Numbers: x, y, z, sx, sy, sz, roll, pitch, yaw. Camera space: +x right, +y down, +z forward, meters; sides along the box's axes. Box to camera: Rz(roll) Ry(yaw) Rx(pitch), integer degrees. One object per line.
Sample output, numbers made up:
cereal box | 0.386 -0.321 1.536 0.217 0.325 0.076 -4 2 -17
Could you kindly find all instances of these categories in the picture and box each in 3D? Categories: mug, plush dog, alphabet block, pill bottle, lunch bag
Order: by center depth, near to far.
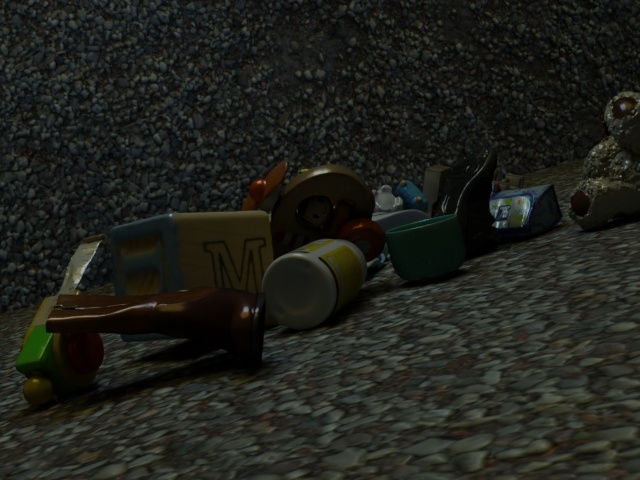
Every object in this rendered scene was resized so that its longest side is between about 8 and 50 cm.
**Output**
pill bottle | -0.001 0.062 1.482 0.119 0.119 0.208 -12 4 22
alphabet block | -0.204 0.057 1.518 0.197 0.194 0.192 -4 -3 -43
mug | 0.189 0.015 1.604 0.129 0.098 0.157 -12 4 32
plush dog | 0.576 -0.136 1.761 0.210 0.263 0.225 19 9 -11
lunch bag | 0.389 -0.047 1.863 0.128 0.096 0.151 -7 22 43

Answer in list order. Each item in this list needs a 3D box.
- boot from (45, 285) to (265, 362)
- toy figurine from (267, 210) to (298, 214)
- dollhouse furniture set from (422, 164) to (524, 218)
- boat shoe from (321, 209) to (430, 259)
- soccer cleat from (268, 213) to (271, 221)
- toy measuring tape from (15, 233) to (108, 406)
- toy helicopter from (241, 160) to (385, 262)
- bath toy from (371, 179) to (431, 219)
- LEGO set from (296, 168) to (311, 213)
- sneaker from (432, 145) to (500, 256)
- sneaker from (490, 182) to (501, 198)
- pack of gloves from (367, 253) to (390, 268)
boot | -0.220 0.099 1.245 0.280 0.096 0.264 3 11 -14
toy figurine | 0.000 0.000 2.561 0.362 0.191 0.217 -20 -30 38
dollhouse furniture set | 0.396 -0.097 2.461 0.242 0.161 0.212 12 15 22
boat shoe | 0.057 -0.006 2.084 0.366 0.136 0.156 -13 4 -13
soccer cleat | -0.062 0.024 1.818 0.116 0.143 0.331 -15 14 -21
toy measuring tape | -0.370 0.130 1.416 0.121 0.121 0.330 -13 35 18
toy helicopter | -0.076 -0.015 1.638 0.355 0.235 0.140 -33 37 20
bath toy | 0.101 -0.024 2.271 0.348 0.151 0.129 -20 -29 -26
LEGO set | -0.074 -0.043 2.132 0.132 0.287 0.107 17 -9 46
sneaker | 0.294 -0.063 1.774 0.087 0.228 0.130 -2 -33 48
sneaker | 0.339 -0.058 2.048 0.125 0.104 0.262 -15 3 23
pack of gloves | 0.141 0.046 1.880 0.195 0.046 0.232 -26 -1 16
